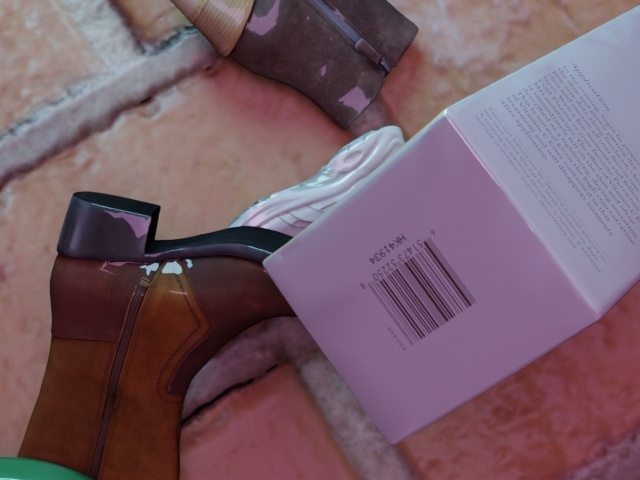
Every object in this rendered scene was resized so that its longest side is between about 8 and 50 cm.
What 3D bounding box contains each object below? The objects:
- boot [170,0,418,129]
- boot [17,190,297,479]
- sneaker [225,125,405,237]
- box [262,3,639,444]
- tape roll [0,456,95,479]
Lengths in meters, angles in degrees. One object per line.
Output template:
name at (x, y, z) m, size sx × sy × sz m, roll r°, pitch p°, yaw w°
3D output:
boot at (0.003, -0.250, 1.194) m, size 0.207 × 0.090 × 0.248 m, roll 33°, pitch 78°, yaw -12°
boot at (-0.109, 0.124, 1.064) m, size 0.264 × 0.096 × 0.280 m, roll 12°, pitch 101°, yaw -3°
sneaker at (0.000, 0.000, 1.139) m, size 0.232 × 0.090 × 0.115 m, roll -33°, pitch 89°, yaw -8°
box at (0.160, -0.025, 1.007) m, size 0.168 × 0.215 × 0.345 m, roll 54°, pitch 40°, yaw 4°
tape roll at (-0.259, 0.335, 1.034) m, size 0.321 × 0.077 × 0.321 m, roll 0°, pitch 94°, yaw -7°
